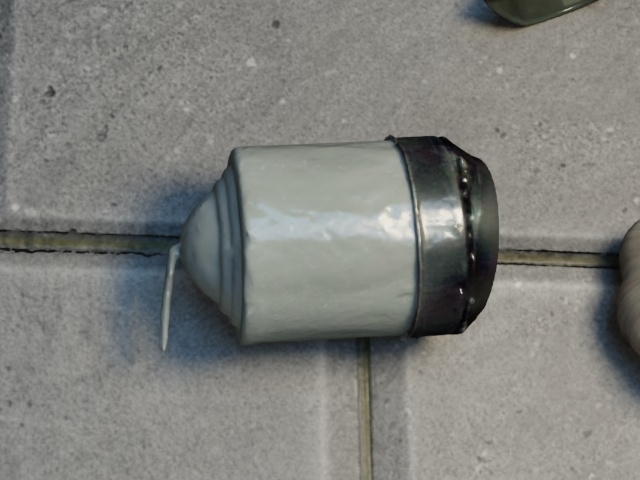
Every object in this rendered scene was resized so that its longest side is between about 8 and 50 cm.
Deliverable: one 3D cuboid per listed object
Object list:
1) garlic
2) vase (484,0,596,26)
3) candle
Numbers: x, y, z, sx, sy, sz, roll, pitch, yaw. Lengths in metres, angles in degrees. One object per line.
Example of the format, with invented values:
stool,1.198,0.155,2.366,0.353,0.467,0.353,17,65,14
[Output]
garlic,0.454,0.041,1.617,0.256,0.207,0.207,-18,76,-23
vase,0.282,-0.425,1.768,0.251,0.156,0.301,-10,68,-10
candle,0.000,0.000,1.531,0.342,0.221,0.221,-1,72,-10
